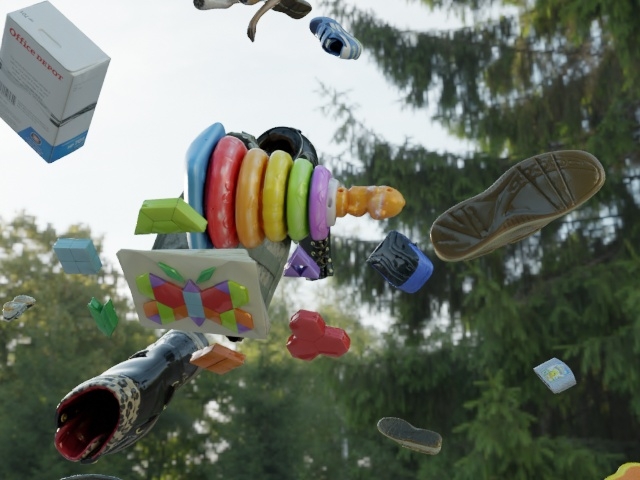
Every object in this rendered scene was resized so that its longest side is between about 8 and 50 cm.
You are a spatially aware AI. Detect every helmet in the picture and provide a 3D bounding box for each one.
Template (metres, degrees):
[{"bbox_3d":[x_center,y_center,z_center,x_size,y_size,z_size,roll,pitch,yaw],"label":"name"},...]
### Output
[{"bbox_3d":[-0.085,-0.174,2.031,0.170,0.169,0.161,-5,-29,11],"label":"helmet"}]

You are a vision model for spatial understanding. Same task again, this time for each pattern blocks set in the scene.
[{"bbox_3d":[-0.149,0.066,1.040,0.325,0.026,0.285,-7,-51,21],"label":"pattern blocks set"}]

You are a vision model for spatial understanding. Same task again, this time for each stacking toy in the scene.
[{"bbox_3d":[-0.033,-0.059,1.205,0.302,0.175,0.165,4,-60,6],"label":"stacking toy"}]

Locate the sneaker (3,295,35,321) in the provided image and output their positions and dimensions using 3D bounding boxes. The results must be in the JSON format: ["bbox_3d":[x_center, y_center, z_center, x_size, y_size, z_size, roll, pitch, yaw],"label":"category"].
[{"bbox_3d":[-0.579,0.131,1.642,0.032,0.036,0.083,21,18,16],"label":"sneaker"}]

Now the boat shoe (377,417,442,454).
[{"bbox_3d":[0.178,0.397,1.722,0.135,0.050,0.045,17,-42,26],"label":"boat shoe"}]

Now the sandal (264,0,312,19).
[{"bbox_3d":[-0.082,-0.569,2.006,0.072,0.049,0.180,-29,-18,24],"label":"sandal"}]

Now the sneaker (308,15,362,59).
[{"bbox_3d":[0.022,-0.431,1.823,0.059,0.144,0.053,-24,-37,-43],"label":"sneaker"}]

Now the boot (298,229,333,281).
[{"bbox_3d":[0.001,0.000,1.964,0.085,0.178,0.236,-11,-1,-17],"label":"boot"}]

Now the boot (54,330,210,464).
[{"bbox_3d":[-0.395,0.326,1.619,0.377,0.138,0.284,-40,-4,25],"label":"boot"}]

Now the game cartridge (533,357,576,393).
[{"bbox_3d":[0.462,0.263,1.682,0.056,0.083,0.017,-24,-62,-6],"label":"game cartridge"}]

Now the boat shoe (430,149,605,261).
[{"bbox_3d":[0.324,-0.052,1.428,0.302,0.109,0.098,-29,-18,3],"label":"boat shoe"}]

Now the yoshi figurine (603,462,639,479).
[{"bbox_3d":[0.393,0.439,0.940,0.203,0.362,0.203,3,7,8],"label":"yoshi figurine"}]

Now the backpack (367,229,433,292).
[{"bbox_3d":[0.181,0.050,1.798,0.101,0.120,0.098,24,-74,-40],"label":"backpack"}]

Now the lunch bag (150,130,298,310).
[{"bbox_3d":[-0.141,-0.018,1.442,0.169,0.287,0.235,19,-11,16],"label":"lunch bag"}]

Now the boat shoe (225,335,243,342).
[{"bbox_3d":[-0.192,0.189,1.890,0.073,0.073,0.207,-2,-18,14],"label":"boat shoe"}]

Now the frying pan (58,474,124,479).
[{"bbox_3d":[-0.288,0.418,1.014,0.197,0.326,0.053,8,-53,-8],"label":"frying pan"}]

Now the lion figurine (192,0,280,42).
[{"bbox_3d":[-0.179,-0.550,1.637,0.142,0.392,0.240,-39,-4,41],"label":"lion figurine"}]

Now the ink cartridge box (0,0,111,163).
[{"bbox_3d":[-0.401,-0.230,1.262,0.082,0.140,0.190,-39,-11,-45],"label":"ink cartridge box"}]
